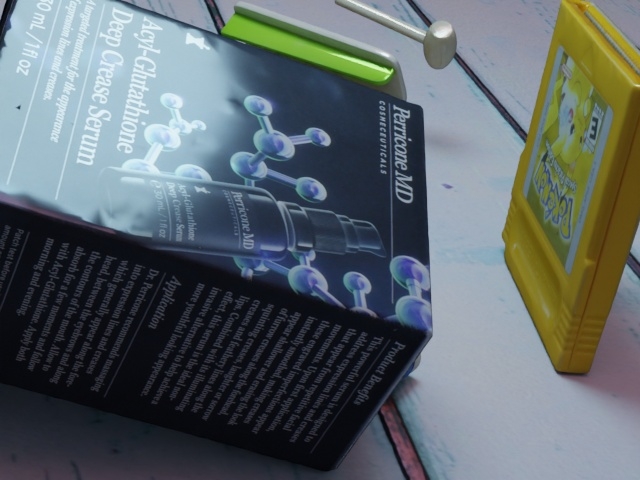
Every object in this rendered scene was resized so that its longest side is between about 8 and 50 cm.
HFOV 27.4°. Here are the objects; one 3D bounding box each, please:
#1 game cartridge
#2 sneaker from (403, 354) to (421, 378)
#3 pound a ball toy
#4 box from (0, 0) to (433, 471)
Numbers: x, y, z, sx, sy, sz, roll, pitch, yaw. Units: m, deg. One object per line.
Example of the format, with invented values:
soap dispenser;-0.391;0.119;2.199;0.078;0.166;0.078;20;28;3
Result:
game cartridge;0.274;-0.066;1.420;0.052;0.324;0.285;8;26;-10
sneaker;0.018;0.100;1.303;0.152;0.058;0.084;27;22;18
pound a ball toy;0.013;-0.236;1.835;0.319;0.136;0.208;23;65;24
box;-0.123;-0.016;1.144;0.395;0.212;0.293;18;43;-15
